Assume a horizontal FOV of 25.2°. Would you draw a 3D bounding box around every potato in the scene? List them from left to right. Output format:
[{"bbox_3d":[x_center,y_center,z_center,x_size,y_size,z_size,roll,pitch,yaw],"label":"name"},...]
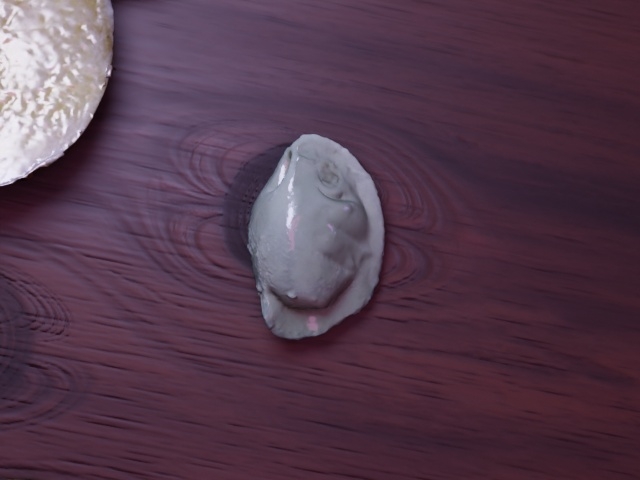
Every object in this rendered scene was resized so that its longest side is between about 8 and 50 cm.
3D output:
[{"bbox_3d":[-0.336,-0.180,1.480,0.239,0.116,0.299,19,78,-5],"label":"potato"}]

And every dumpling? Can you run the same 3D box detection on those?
[{"bbox_3d":[-0.014,-0.004,1.521,0.108,0.153,0.219,18,99,37],"label":"dumpling"}]
